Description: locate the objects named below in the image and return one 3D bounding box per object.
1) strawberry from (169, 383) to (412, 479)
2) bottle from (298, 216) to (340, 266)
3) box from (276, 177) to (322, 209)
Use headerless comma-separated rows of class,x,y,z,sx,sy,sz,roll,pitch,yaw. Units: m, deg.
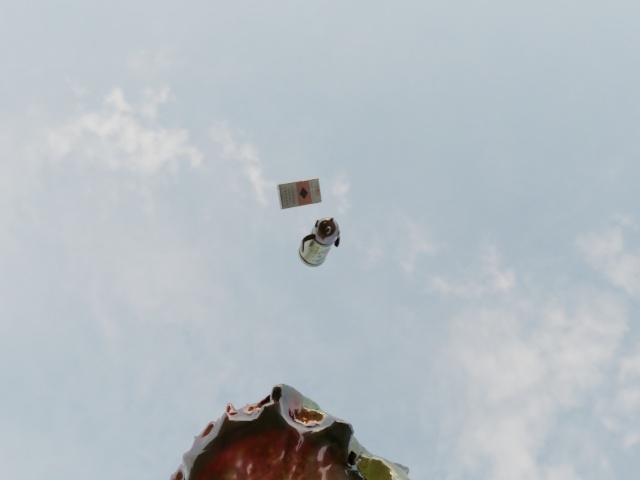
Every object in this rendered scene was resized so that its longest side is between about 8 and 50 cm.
strawberry,-0.054,0.276,0.572,0.233,0.138,0.306,37,-93,-14
bottle,-0.001,0.001,1.073,0.047,0.101,0.063,45,-125,9
box,-0.037,-0.084,1.234,0.083,0.012,0.046,-13,-82,-31
